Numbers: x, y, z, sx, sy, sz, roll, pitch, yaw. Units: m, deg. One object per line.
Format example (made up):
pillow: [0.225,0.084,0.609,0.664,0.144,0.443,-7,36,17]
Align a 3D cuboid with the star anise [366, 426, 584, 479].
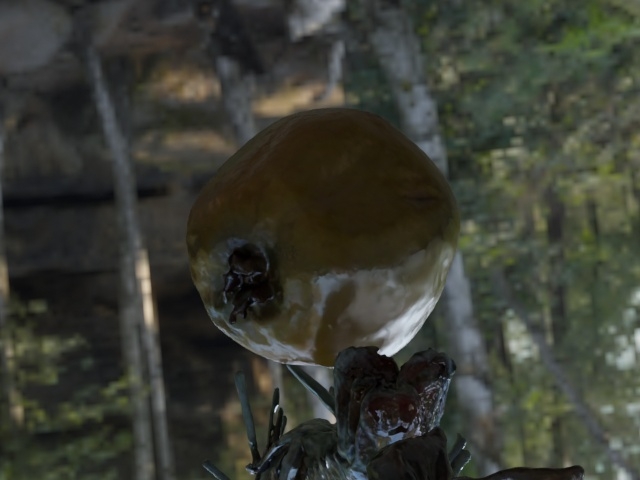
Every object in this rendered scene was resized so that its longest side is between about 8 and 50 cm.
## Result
star anise: [0.022,0.196,0.740,0.081,0.262,0.230,26,-172,-39]

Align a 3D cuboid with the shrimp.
shrimp: [0.020,0.171,1.296,0.221,0.166,0.410,1,174,-8]

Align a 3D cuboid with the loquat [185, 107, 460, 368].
loquat: [0.000,0.000,1.237,0.187,0.176,0.234,32,-136,19]
